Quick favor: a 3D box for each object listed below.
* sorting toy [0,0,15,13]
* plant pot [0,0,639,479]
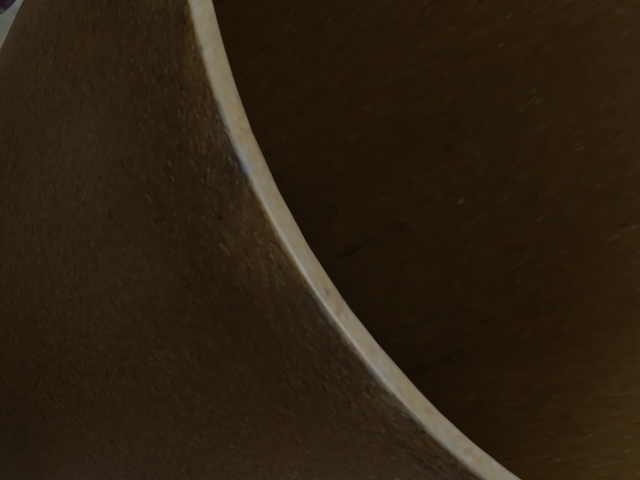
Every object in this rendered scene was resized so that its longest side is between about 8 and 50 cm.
[{"bbox_3d":[-0.155,0.036,0.636,0.126,0.365,0.127,36,5,-15],"label":"sorting toy"},{"bbox_3d":[0.000,0.000,0.497,0.254,0.237,0.237,-32,-113,48],"label":"plant pot"}]
